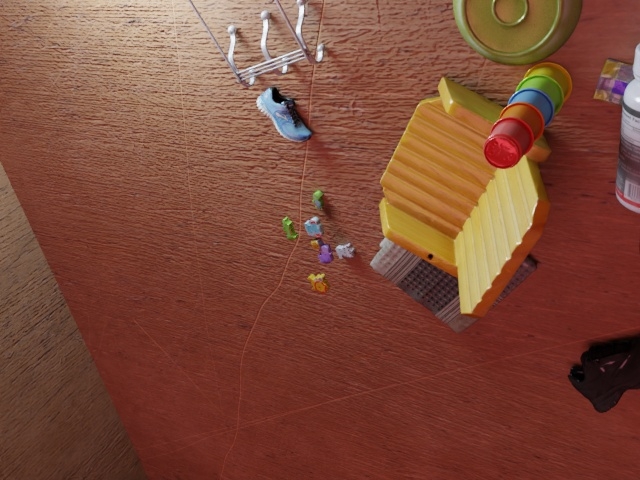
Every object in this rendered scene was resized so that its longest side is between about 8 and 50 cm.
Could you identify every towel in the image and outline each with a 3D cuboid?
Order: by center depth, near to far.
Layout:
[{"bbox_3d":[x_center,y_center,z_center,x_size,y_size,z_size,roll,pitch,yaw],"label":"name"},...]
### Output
[{"bbox_3d":[0.545,-0.292,1.215,0.060,0.009,0.083,23,132,17],"label":"towel"},{"bbox_3d":[0.315,0.052,1.613,0.312,0.056,0.324,38,133,0],"label":"towel"}]

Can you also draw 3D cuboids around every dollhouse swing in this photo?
[{"bbox_3d":[0.262,-0.075,1.323,0.315,0.305,0.347,29,126,6],"label":"dollhouse swing"}]

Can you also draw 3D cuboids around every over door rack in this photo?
[{"bbox_3d":[-0.162,-0.504,1.447,0.239,0.108,0.324,-8,138,38],"label":"over door rack"}]

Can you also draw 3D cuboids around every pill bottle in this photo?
[{"bbox_3d":[0.607,-0.197,1.138,0.161,0.161,0.283,9,127,29],"label":"pill bottle"}]

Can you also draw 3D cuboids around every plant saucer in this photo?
[{"bbox_3d":[0.356,-0.435,1.217,0.240,0.037,0.241,18,130,22],"label":"plant saucer"}]

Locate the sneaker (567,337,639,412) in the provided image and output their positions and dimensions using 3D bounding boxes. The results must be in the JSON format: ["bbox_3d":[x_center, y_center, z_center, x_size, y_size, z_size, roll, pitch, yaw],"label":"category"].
[{"bbox_3d":[0.673,0.283,1.500,0.130,0.109,0.286,38,134,12],"label":"sneaker"}]

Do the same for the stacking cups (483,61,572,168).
[{"bbox_3d":[0.374,-0.219,1.170,0.096,0.316,0.096,16,130,21],"label":"stacking cups"}]

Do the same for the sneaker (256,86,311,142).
[{"bbox_3d":[-0.082,-0.305,1.595,0.162,0.063,0.073,44,132,-3],"label":"sneaker"}]

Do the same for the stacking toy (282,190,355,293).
[{"bbox_3d":[0.000,0.000,1.694,0.052,0.167,0.221,-8,116,38],"label":"stacking toy"}]
